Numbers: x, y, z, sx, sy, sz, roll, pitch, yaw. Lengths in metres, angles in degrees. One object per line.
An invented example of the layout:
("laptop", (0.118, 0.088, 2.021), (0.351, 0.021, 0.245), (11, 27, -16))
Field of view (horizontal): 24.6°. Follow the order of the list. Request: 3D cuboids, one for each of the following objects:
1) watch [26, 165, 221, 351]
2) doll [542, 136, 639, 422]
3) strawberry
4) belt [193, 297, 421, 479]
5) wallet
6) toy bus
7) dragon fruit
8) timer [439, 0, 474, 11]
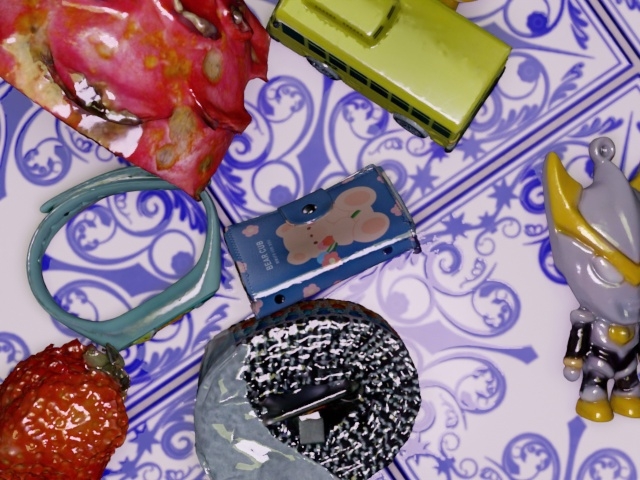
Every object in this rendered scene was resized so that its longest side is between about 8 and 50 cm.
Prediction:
("watch", (-0.214, 0.013, 1.671), (0.237, 0.068, 0.195), (-31, 84, 2))
("doll", (0.318, 0.042, 1.646), (0.145, 0.103, 0.316), (-1, 91, -4))
("strawberry", (-0.314, 0.205, 1.596), (0.175, 0.106, 0.236), (44, 98, 23))
("belt", (-0.019, 0.178, 1.614), (0.257, 0.150, 0.207), (-21, 96, 0))
("wallet", (0.001, 0.000, 1.639), (0.202, 0.059, 0.141), (-24, 42, -3))
("toy bus", (0.073, -0.224, 1.641), (0.262, 0.150, 0.128), (33, 85, 3))
("dragon fruit", (-0.204, -0.226, 1.528), (0.371, 0.386, 0.249), (41, 100, 30))
("timer", (0.156, -0.315, 1.688), (0.107, 0.109, 0.107), (6, 57, -9))
